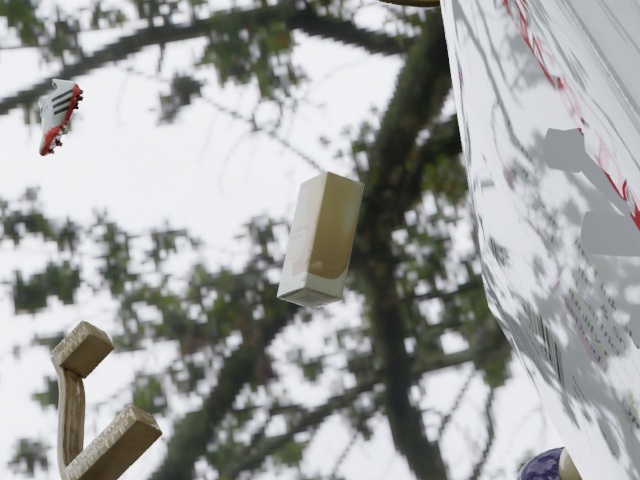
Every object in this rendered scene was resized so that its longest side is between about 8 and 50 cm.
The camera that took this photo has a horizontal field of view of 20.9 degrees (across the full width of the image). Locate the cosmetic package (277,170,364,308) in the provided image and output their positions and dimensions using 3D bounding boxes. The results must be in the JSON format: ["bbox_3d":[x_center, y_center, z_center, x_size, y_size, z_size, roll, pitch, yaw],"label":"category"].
[{"bbox_3d":[0.000,0.000,1.590,0.041,0.115,0.060,19,-21,-24],"label":"cosmetic package"}]

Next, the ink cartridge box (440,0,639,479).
[{"bbox_3d":[0.160,-0.010,0.452,0.197,0.198,0.270,-24,-31,-3],"label":"ink cartridge box"}]

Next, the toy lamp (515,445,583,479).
[{"bbox_3d":[0.143,0.071,0.886,0.080,0.080,0.274,-5,-56,-10],"label":"toy lamp"}]

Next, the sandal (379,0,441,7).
[{"bbox_3d":[0.119,-0.241,1.586,0.180,0.072,0.049,0,-73,1],"label":"sandal"}]

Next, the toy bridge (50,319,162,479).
[{"bbox_3d":[-0.123,0.124,1.011,0.063,0.188,0.026,-46,-46,9],"label":"toy bridge"}]

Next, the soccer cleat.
[{"bbox_3d":[-0.249,-0.114,1.610,0.036,0.083,0.029,20,-26,3],"label":"soccer cleat"}]
